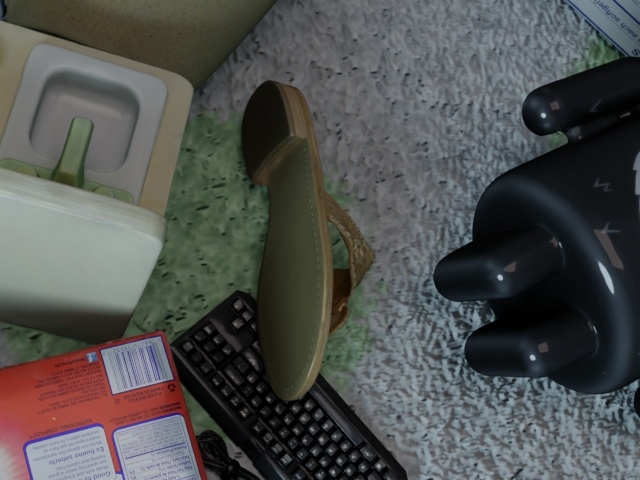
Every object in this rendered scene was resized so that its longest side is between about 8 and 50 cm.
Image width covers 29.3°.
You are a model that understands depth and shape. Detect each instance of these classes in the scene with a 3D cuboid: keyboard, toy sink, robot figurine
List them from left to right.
[{"bbox_3d":[-0.168,-0.040,0.736,0.153,0.234,0.131,15,68,-10],"label":"toy sink"},{"bbox_3d":[-0.032,0.129,0.831,0.108,0.023,0.180,-40,84,-24],"label":"keyboard"},{"bbox_3d":[0.222,0.001,0.864,0.278,0.209,0.173,-24,43,-22],"label":"robot figurine"}]

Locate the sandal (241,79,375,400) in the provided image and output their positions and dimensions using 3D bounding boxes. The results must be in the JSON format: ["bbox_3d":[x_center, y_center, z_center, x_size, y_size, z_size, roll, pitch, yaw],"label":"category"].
[{"bbox_3d":[0.004,-0.003,0.857,0.079,0.088,0.240,11,57,-33],"label":"sandal"}]

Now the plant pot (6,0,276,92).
[{"bbox_3d":[-0.103,-0.241,0.843,0.256,0.256,0.274,23,83,-7],"label":"plant pot"}]

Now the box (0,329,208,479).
[{"bbox_3d":[-0.203,0.154,0.717,0.257,0.122,0.128,-13,75,-20],"label":"box"}]

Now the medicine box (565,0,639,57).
[{"bbox_3d":[0.294,-0.275,0.922,0.263,0.289,0.149,43,68,2],"label":"medicine box"}]

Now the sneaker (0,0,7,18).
[{"bbox_3d":[-0.250,-0.165,0.859,0.058,0.052,0.135,15,68,-15],"label":"sneaker"}]
